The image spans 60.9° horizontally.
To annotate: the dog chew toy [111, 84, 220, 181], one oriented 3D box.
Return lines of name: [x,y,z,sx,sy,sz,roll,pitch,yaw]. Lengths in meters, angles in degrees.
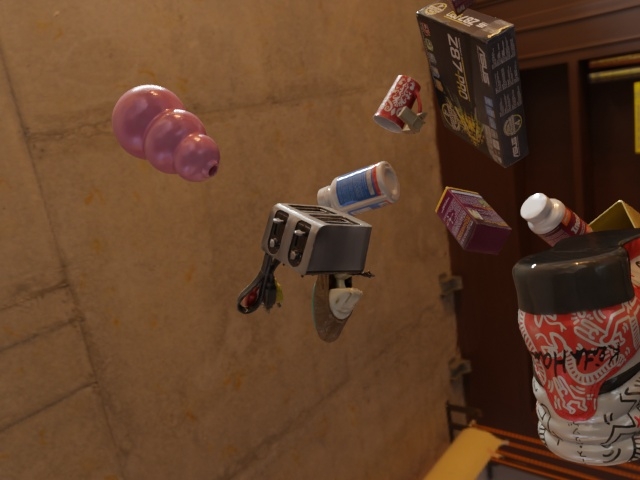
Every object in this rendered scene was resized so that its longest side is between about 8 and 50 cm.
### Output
dog chew toy: [-0.403,-0.275,1.469,0.206,0.332,0.206,-46,-20,-22]

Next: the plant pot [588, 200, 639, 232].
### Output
plant pot: [0.958,0.040,1.700,0.187,0.212,0.212,17,-134,-20]

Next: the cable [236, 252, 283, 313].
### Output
cable: [-0.147,0.086,1.388,0.140,0.072,0.287,-8,-51,-24]

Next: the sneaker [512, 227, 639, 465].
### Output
sneaker: [0.230,0.069,0.420,0.270,0.090,0.144,-10,-88,-48]

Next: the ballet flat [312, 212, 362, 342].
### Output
ballet flat: [0.053,0.091,1.399,0.116,0.124,0.342,13,-104,-42]

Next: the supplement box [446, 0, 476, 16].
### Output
supplement box: [0.242,-0.434,0.939,0.043,0.055,0.083,58,-162,11]

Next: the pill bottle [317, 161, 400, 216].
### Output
pill bottle: [0.106,-0.138,1.568,0.124,0.222,0.124,31,-129,-49]

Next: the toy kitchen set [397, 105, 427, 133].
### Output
toy kitchen set: [0.248,-0.345,1.505,0.075,0.083,0.068,35,-94,-18]

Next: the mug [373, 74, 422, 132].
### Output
mug: [0.286,-0.467,1.887,0.169,0.150,0.113,-63,-7,-4]

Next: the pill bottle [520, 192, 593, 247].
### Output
pill bottle: [0.511,-0.036,1.185,0.152,0.086,0.086,32,-115,-22]

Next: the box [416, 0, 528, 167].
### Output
box: [0.423,-0.433,1.504,0.097,0.318,0.395,-32,-48,-6]

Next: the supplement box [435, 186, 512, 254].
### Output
supplement box: [0.383,-0.052,1.383,0.104,0.188,0.080,8,-59,-19]

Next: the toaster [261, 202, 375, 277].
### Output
toaster: [0.000,0.000,1.104,0.186,0.168,0.110,2,-72,-38]
